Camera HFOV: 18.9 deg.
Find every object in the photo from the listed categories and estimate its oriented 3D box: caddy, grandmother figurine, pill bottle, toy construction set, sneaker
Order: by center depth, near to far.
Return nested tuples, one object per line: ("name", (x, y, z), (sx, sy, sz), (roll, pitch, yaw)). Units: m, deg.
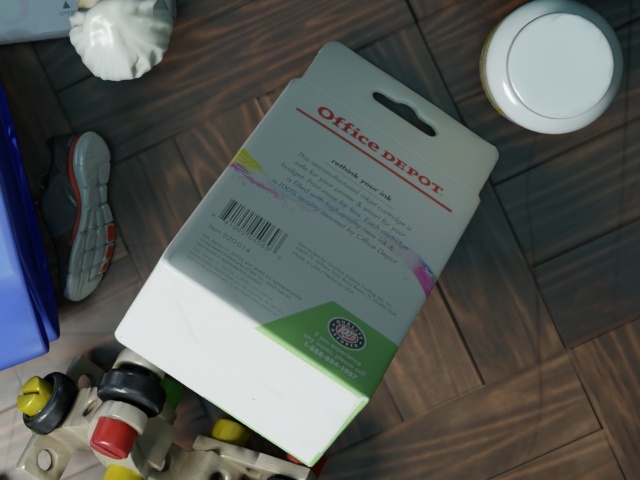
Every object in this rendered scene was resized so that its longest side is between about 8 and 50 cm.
("pill bottle", (0.200, -0.151, 1.663), (0.117, 0.208, 0.118), (0, 95, 3))
("caddy", (-0.350, -0.018, 1.686), (0.179, 0.241, 0.341), (-13, 93, -3))
("grandmother figurine", (-0.193, -0.308, 1.688), (0.207, 0.104, 0.342), (-14, 80, 25))
("toy construction set", (-0.154, 0.226, 1.729), (0.237, 0.257, 0.309), (-10, 74, 46))
("sneaker", (-0.232, -0.024, 1.779), (0.065, 0.061, 0.158), (6, 94, 28))

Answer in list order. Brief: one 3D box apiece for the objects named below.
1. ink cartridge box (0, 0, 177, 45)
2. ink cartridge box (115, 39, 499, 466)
("ink cartridge box", (-0.239, -0.301, 1.749), (0.189, 0.066, 0.232), (-7, 98, 3))
("ink cartridge box", (0.000, 0.000, 1.675), (0.207, 0.353, 0.119), (34, 135, 0))
